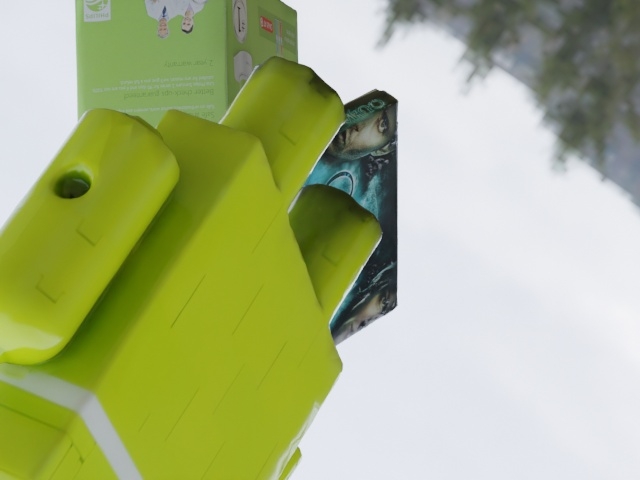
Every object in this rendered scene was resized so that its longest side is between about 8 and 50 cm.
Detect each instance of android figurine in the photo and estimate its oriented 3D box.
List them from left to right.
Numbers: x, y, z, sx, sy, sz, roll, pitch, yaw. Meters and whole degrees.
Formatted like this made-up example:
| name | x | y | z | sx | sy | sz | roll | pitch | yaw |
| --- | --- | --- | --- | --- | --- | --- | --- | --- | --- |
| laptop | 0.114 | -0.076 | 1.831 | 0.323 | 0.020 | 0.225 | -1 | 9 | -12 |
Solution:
| name | x | y | z | sx | sy | sz | roll | pitch | yaw |
| --- | --- | --- | --- | --- | --- | --- | --- | --- | --- |
| android figurine | -0.067 | 0.066 | 0.745 | 0.056 | 0.273 | 0.248 | 21 | 154 | 26 |

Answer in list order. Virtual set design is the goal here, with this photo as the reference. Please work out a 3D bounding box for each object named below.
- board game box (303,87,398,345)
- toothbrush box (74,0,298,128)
| name | x | y | z | sx | sy | sz | roll | pitch | yaw |
| --- | --- | --- | --- | --- | --- | --- | --- | --- | --- |
| board game box | 0.000 | 0.000 | 1.304 | 0.126 | 0.186 | 0.026 | -31 | -131 | -29 |
| toothbrush box | -0.093 | -0.047 | 1.460 | 0.122 | 0.283 | 0.206 | -4 | 178 | 14 |
